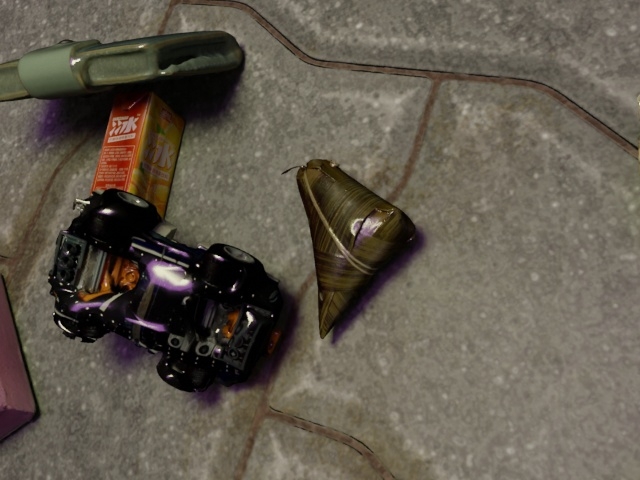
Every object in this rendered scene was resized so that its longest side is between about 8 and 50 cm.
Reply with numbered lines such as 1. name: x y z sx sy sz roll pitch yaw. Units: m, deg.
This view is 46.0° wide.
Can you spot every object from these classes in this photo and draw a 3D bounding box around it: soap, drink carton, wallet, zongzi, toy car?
1. soap: -0.530 0.180 1.098 0.181 0.081 0.259 -32 61 8
2. drink carton: -0.268 -0.094 1.090 0.071 0.096 0.222 0 71 23
3. wallet: -0.324 -0.256 1.108 0.361 0.252 0.083 -3 105 22
4. zongzi: 0.000 0.000 0.958 0.187 0.084 0.184 41 99 37
5. toy car: -0.193 0.069 0.948 0.301 0.118 0.193 25 100 2

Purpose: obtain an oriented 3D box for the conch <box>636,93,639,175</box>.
1. conch: 0.443 -0.084 0.740 0.263 0.186 0.324 -42 86 16
